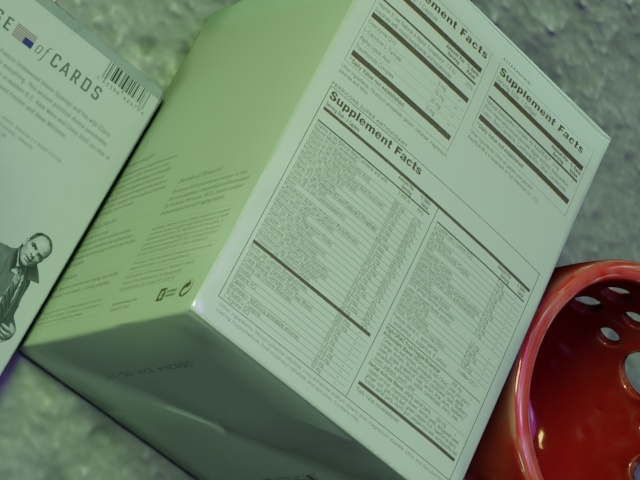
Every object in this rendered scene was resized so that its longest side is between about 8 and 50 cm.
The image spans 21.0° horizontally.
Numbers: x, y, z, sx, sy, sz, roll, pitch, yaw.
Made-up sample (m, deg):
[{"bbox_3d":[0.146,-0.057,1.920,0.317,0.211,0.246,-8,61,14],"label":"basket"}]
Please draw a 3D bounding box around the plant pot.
[{"bbox_3d":[0.142,0.116,1.114,0.191,0.174,0.191,8,77,-35],"label":"plant pot"}]

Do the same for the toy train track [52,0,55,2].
[{"bbox_3d":[-0.159,-0.180,1.049,0.048,0.014,0.083,18,72,-32],"label":"toy train track"}]

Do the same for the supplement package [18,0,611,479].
[{"bbox_3d":[0.000,0.000,1.016,0.198,0.199,0.263,40,61,-24],"label":"supplement package"}]

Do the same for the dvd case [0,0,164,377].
[{"bbox_3d":[-0.211,-0.044,0.978,0.179,0.029,0.239,39,61,-24],"label":"dvd case"}]
